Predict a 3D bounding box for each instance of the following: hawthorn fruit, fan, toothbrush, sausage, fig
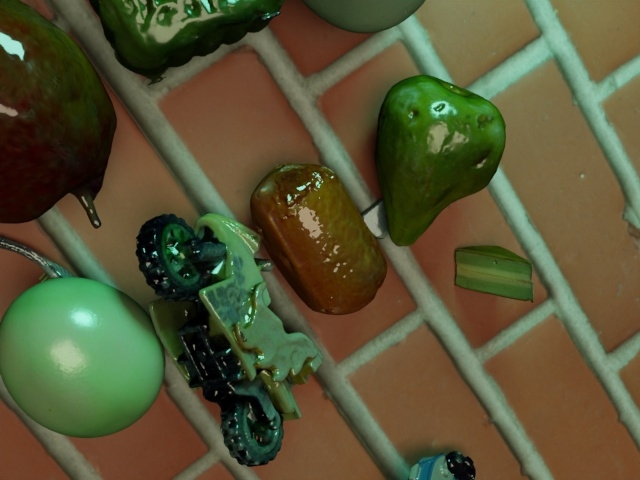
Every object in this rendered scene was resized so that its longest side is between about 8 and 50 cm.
[{"bbox_3d":[-0.429,-0.176,1.093,0.325,0.308,0.308,9,100,-25],"label":"hawthorn fruit"},{"bbox_3d":[0.183,-0.109,1.385,0.282,0.023,0.057,-42,101,0],"label":"fan"},{"bbox_3d":[-0.528,-0.031,1.230,0.413,0.035,0.042,38,100,-17],"label":"toothbrush"},{"bbox_3d":[-0.001,0.001,1.296,0.141,0.153,0.268,-38,110,-18],"label":"sausage"},{"bbox_3d":[0.161,-0.111,1.296,0.206,0.206,0.275,17,110,-16],"label":"fig"}]

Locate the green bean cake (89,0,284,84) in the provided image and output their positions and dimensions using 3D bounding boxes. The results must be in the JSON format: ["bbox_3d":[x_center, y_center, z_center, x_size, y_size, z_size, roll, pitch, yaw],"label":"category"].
[{"bbox_3d":[-0.202,-0.377,1.145,0.250,0.156,0.246,-25,96,-11],"label":"green bean cake"}]

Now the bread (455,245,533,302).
[{"bbox_3d":[0.289,0.058,1.382,0.084,0.139,0.074,-5,104,-12],"label":"bread"}]

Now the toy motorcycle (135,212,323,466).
[{"bbox_3d":[-0.137,0.131,1.259,0.169,0.237,0.410,-14,106,31],"label":"toy motorcycle"}]

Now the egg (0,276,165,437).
[{"bbox_3d":[-0.347,0.170,1.207,0.220,0.220,0.269,-35,142,-4],"label":"egg"}]

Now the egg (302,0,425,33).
[{"bbox_3d":[0.049,-0.484,1.139,0.276,0.276,0.388,-12,108,-10],"label":"egg"}]

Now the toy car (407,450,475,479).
[{"bbox_3d":[0.231,0.523,1.459,0.166,0.198,0.314,-30,107,28],"label":"toy car"}]
